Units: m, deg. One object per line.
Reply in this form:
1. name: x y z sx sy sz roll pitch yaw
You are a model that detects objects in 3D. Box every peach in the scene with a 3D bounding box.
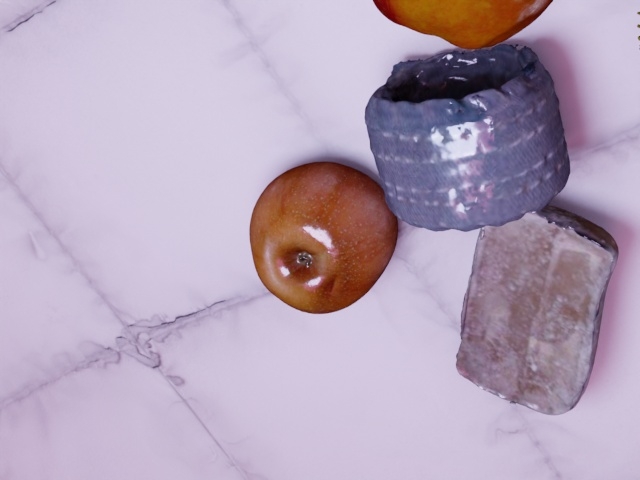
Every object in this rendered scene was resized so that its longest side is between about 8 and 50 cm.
1. peach: 0.160 -0.328 1.363 0.244 0.199 0.243 -10 138 -9

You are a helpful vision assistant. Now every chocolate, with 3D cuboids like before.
1. chocolate: 0.286 0.082 1.655 0.185 0.100 0.303 21 125 21

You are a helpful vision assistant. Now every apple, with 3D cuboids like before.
1. apple: 0.000 0.000 1.673 0.201 0.162 0.201 11 126 16

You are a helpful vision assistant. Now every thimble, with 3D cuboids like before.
1. thimble: 0.173 -0.126 1.509 0.236 0.205 0.172 8 123 47

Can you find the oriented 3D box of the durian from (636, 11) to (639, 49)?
1. durian: 0.467 -0.179 1.387 0.261 0.186 0.153 23 121 22
